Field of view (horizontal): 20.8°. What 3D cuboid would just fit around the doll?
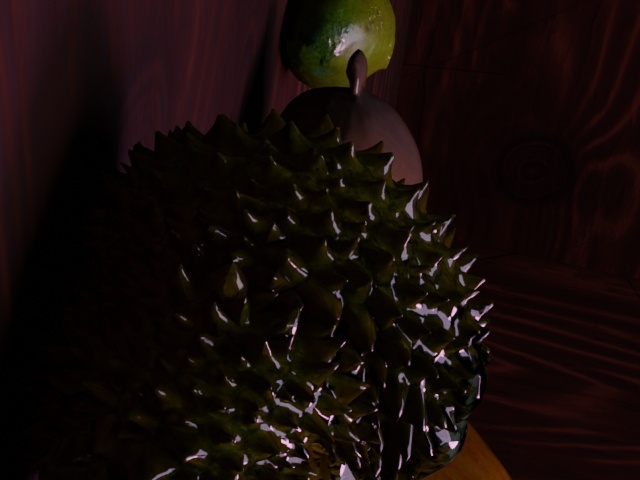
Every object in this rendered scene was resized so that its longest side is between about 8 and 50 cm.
[{"bbox_3d":[0.000,0.000,1.507,0.235,0.174,0.330,89,14,-46],"label":"doll"}]

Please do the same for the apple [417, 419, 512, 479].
[{"bbox_3d":[0.018,0.315,1.569,0.400,0.334,0.400,11,90,-86],"label":"apple"}]

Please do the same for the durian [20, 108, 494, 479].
[{"bbox_3d":[-0.040,0.055,0.932,0.291,0.224,0.291,-36,152,-22],"label":"durian"}]

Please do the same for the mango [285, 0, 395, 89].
[{"bbox_3d":[0.019,-0.200,1.700,0.178,0.100,0.119,-26,131,-75],"label":"mango"}]
